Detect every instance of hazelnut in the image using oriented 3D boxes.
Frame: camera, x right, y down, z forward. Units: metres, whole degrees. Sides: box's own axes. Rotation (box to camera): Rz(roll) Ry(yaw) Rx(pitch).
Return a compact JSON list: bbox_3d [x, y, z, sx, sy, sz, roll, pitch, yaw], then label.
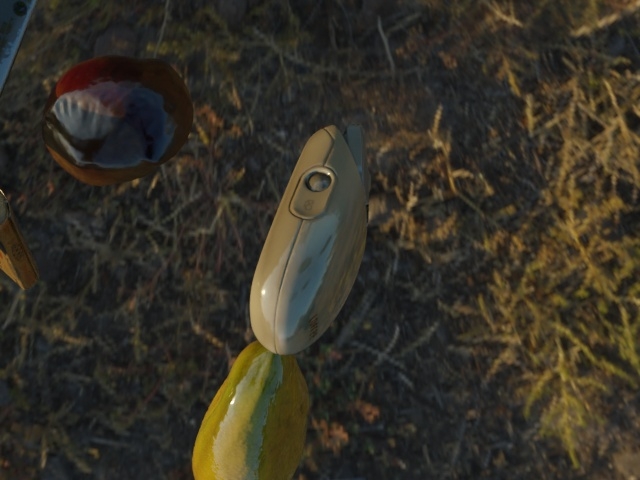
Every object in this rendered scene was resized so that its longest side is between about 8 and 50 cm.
[{"bbox_3d":[-0.264,-0.155,1.575,0.201,0.160,0.170,2,94,10],"label":"hazelnut"}]

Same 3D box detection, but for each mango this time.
[{"bbox_3d":[-0.077,0.215,1.397,0.119,0.176,0.317,30,146,12],"label":"mango"}]

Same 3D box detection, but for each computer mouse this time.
[{"bbox_3d":[0.000,0.000,1.162,0.082,0.236,0.145,15,144,11],"label":"computer mouse"}]

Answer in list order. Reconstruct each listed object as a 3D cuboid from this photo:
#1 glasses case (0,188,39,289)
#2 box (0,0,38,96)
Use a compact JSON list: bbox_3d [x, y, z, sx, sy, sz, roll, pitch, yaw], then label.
[{"bbox_3d":[-0.372,-0.006,1.424,0.064,0.170,0.041,40,69,17],"label":"glasses case"},{"bbox_3d":[-0.204,-0.134,0.751,0.041,0.050,0.207,25,78,-29],"label":"box"}]
